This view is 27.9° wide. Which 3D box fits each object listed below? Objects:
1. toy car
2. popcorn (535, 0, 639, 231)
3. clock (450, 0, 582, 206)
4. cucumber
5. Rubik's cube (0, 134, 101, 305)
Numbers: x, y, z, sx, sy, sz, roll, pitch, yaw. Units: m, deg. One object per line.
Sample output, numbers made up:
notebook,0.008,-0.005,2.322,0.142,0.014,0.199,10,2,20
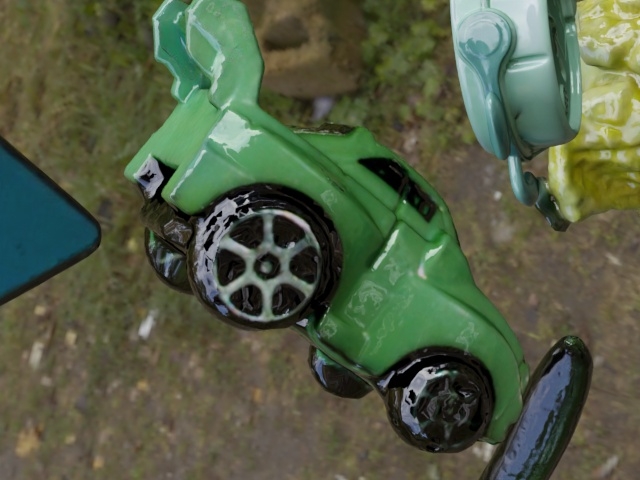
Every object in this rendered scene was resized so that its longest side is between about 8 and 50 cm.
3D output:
toy car,0.000,0.000,0.907,0.176,0.358,0.213,-56,17,-5
popcorn,0.355,-0.168,1.323,0.237,0.293,0.293,-29,55,41
clock,0.128,-0.121,0.823,0.060,0.148,0.189,-6,65,20
cucumber,0.168,0.181,1.072,0.056,0.056,0.284,-117,34,-41
Rubik's cube,-0.235,-0.033,0.418,0.234,0.250,0.284,14,101,44
